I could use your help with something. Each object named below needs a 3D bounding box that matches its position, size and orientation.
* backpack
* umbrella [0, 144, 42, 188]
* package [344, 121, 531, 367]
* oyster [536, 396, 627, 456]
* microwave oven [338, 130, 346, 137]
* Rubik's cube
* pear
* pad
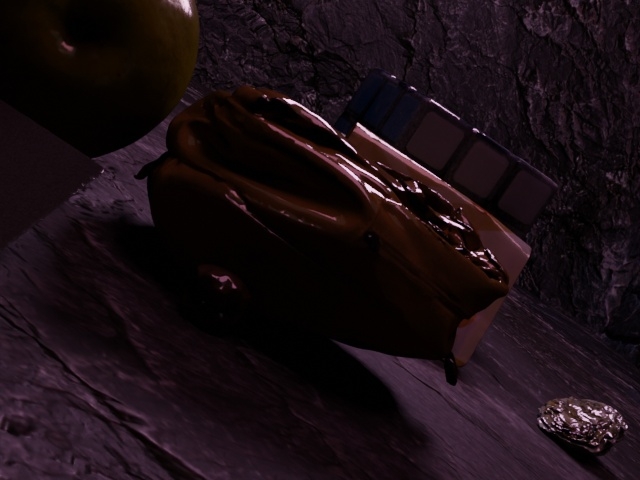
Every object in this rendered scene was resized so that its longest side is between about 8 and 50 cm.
[{"bbox_3d":[0.003,-0.005,0.956,0.378,0.201,0.353,32,7,2],"label":"backpack"},{"bbox_3d":[-0.316,-0.093,0.757,0.250,0.052,0.053,36,42,11],"label":"umbrella"},{"bbox_3d":[0.106,0.015,1.380,0.311,0.221,0.165,33,-12,-8],"label":"package"},{"bbox_3d":[0.361,0.257,1.340,0.125,0.064,0.177,22,13,26],"label":"oyster"},{"bbox_3d":[-0.044,-0.114,1.465,0.205,0.163,0.129,26,-5,-27],"label":"microwave oven"},{"bbox_3d":[0.164,-0.080,1.671,0.304,0.305,0.301,28,11,-23],"label":"Rubik's cube"},{"bbox_3d":[-0.252,-0.211,0.992,0.253,0.253,0.307,31,5,-22],"label":"pear"},{"bbox_3d":[-0.256,-0.053,0.684,0.143,0.003,0.211,34,28,-1],"label":"pad"}]
